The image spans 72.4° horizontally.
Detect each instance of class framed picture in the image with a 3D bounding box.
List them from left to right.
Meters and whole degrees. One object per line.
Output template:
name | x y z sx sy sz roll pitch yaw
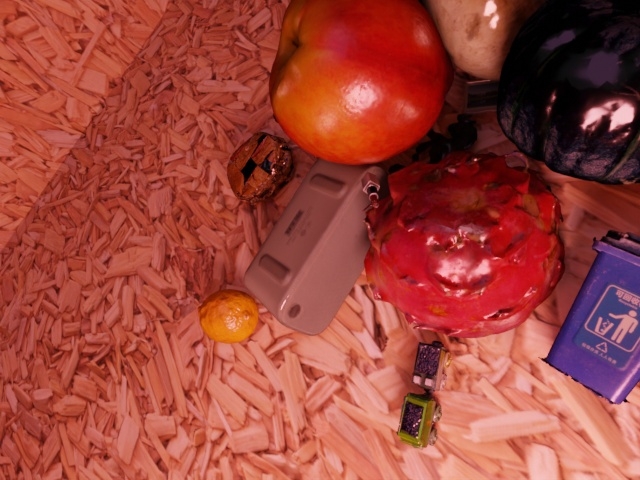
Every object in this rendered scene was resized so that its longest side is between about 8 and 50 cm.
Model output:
framed picture | 0.399 -0.328 0.980 0.149 0.011 0.109 -1 59 23

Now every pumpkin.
pumpkin | 0.489 -0.267 0.727 0.364 0.266 0.363 -4 55 6

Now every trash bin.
trash bin | 0.468 0.120 0.675 0.163 0.184 0.234 33 101 40

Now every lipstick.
lipstick | 0.097 -0.092 0.818 0.025 0.025 0.107 -54 20 29

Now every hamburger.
hamburger | -0.187 -0.222 1.309 0.231 0.107 0.230 -11 71 33

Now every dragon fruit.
dragon fruit | 0.246 -0.007 0.814 0.387 0.249 0.370 16 81 28

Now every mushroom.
mushroom | 0.356 -0.506 0.900 0.260 0.352 0.352 -20 59 39

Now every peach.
peach | 0.087 -0.330 0.890 0.389 0.388 0.388 -14 62 29

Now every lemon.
lemon | -0.242 0.195 1.132 0.187 0.142 0.142 -2 69 37

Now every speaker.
speaker | 0.000 0.000 1.034 0.184 0.183 0.406 30 87 45

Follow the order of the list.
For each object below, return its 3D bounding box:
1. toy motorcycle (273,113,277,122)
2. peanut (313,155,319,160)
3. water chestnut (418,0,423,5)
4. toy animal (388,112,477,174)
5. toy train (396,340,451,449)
toy motorcycle | -0.019 -0.498 1.292 0.206 0.142 0.342 20 83 37
peanut | 0.032 -0.309 1.137 0.137 0.253 0.122 -16 27 -11
water chestnut | 0.148 -0.570 1.143 0.350 0.350 0.302 -50 8 6
toy animal | 0.265 -0.196 0.997 0.148 0.084 0.232 21 79 37
toy train | 0.198 0.287 0.825 0.060 0.081 0.202 4 72 37
